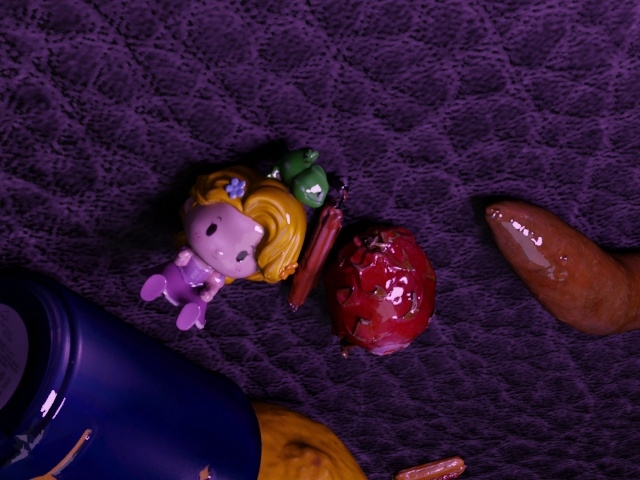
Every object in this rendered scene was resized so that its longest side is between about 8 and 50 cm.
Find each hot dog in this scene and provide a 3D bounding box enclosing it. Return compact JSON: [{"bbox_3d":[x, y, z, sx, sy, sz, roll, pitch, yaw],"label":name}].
[{"bbox_3d":[0.119,0.257,1.609,0.083,0.021,0.037,-17,147,2],"label":"hot dog"}]

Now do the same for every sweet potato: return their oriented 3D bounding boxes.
[{"bbox_3d":[0.262,0.031,1.261,0.346,0.079,0.108,4,131,-32],"label":"sweet potato"}]

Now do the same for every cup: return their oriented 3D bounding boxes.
[{"bbox_3d":[-0.214,0.173,1.169,0.255,0.178,0.256,-48,140,2],"label":"cup"}]

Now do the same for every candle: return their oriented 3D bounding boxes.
[{"bbox_3d":[0.000,-0.001,1.161,0.026,0.021,0.167,-28,156,-31],"label":"candle"}]

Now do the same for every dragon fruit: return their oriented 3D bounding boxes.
[{"bbox_3d":[0.046,0.057,1.211,0.094,0.094,0.190,-7,153,-11],"label":"dragon fruit"}]

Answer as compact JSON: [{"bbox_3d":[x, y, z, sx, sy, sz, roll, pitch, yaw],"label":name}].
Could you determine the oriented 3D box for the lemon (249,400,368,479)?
[{"bbox_3d":[-0.083,0.285,1.359,0.253,0.253,0.310,17,132,-40],"label":"lemon"}]

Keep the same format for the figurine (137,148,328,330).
[{"bbox_3d":[-0.057,-0.014,1.076,0.095,0.115,0.156,38,106,-13],"label":"figurine"}]
